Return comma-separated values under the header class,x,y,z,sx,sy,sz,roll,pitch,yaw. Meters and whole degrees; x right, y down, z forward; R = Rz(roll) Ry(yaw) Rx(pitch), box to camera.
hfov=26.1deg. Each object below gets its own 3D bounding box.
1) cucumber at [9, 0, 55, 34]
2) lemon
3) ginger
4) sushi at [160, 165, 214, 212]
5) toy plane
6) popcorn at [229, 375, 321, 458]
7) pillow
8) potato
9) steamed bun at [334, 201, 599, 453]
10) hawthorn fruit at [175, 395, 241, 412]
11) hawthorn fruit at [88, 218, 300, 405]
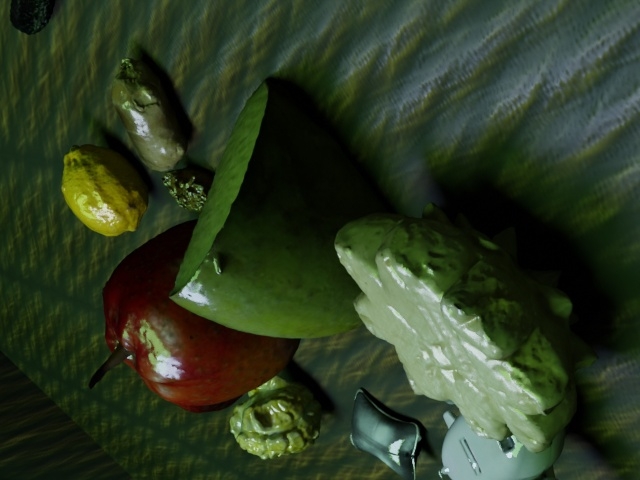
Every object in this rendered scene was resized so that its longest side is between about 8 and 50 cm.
class,x,y,z,sx,sy,sz,roll,pitch,yaw
cucumber,-0.372,-0.327,1.793,0.067,0.067,0.245,46,160,7
lemon,-0.320,-0.076,2.033,0.155,0.114,0.114,48,158,0
ginger,-0.218,-0.151,1.778,0.095,0.069,0.190,-116,4,-45
sushi,-0.168,-0.064,1.840,0.118,0.060,0.061,16,137,51
toy plane,0.205,0.223,1.540,0.252,0.118,0.252,54,157,36
popcorn,-0.062,0.274,2.092,0.135,0.141,0.162,29,142,44
pillow,0.089,0.272,1.918,0.135,0.055,0.091,26,147,41
potato,0.005,-0.010,1.504,0.255,0.269,0.112,26,165,-21
steamed bun,0.148,0.067,1.367,0.292,0.137,0.295,40,163,19
hawthorn fruit,-0.199,0.183,2.183,0.188,0.169,0.169,29,151,37
hawthorn fruit,-0.185,0.120,1.852,0.254,0.300,0.254,41,155,24
